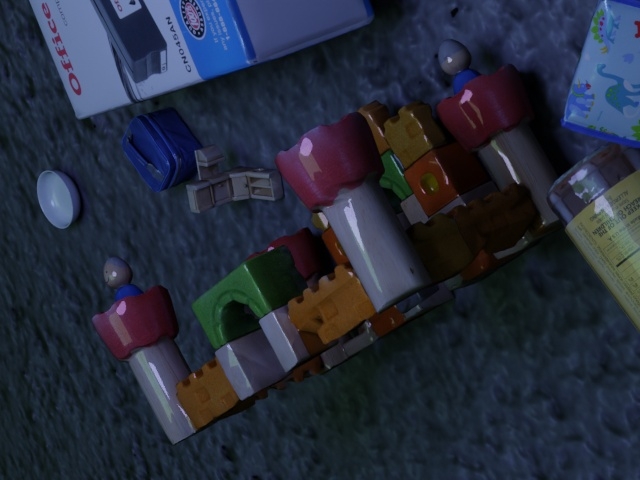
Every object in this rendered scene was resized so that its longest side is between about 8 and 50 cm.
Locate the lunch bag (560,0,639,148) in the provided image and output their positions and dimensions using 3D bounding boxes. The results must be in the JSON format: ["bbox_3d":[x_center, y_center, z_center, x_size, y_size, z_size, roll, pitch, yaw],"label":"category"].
[{"bbox_3d":[0.289,-0.143,1.160,0.151,0.096,0.129,17,125,8],"label":"lunch bag"}]

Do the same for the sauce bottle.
[{"bbox_3d":[0.331,0.069,1.199,0.344,0.111,0.111,56,139,11],"label":"sauce bottle"}]

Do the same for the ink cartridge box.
[{"bbox_3d":[-0.159,-0.302,1.462,0.395,0.166,0.285,-7,106,56],"label":"ink cartridge box"}]

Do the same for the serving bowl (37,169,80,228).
[{"bbox_3d":[-0.356,-0.060,1.950,0.083,0.027,0.083,23,124,39],"label":"serving bowl"}]

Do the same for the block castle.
[{"bbox_3d":[0.000,0.000,1.379,0.453,0.303,0.213,-38,78,48],"label":"block castle"}]

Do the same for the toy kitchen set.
[{"bbox_3d":[-0.102,-0.073,1.622,0.075,0.083,0.068,8,114,45],"label":"toy kitchen set"}]

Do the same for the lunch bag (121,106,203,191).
[{"bbox_3d":[-0.198,-0.113,1.724,0.098,0.065,0.067,51,137,17],"label":"lunch bag"}]
